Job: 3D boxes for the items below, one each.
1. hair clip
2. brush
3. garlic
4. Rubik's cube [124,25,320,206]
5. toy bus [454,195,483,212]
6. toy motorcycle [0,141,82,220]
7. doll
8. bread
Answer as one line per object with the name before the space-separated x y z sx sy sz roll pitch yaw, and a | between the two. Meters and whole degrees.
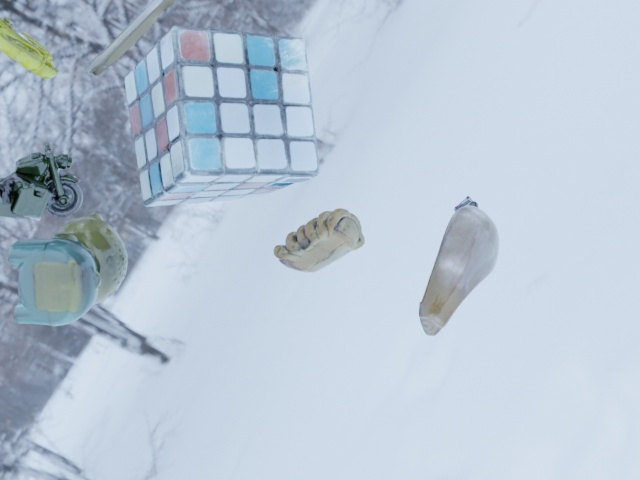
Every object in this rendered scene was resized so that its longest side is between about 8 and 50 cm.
hair clip | -0.438 -0.289 1.149 0.046 0.173 0.072 -45 10 6
brush | -0.238 -0.368 1.223 0.321 0.050 0.060 -44 5 5
garlic | 0.260 0.042 1.532 0.318 0.112 0.143 -50 -27 -35
Rubik's cube | -0.177 -0.210 1.464 0.253 0.259 0.256 -16 81 60
toy bus | 0.345 -0.046 1.856 0.058 0.052 0.102 -37 45 10
toy motorcycle | -0.538 -0.099 1.417 0.205 0.275 0.127 38 117 61
doll | -0.470 0.051 1.584 0.261 0.161 0.177 -63 -28 -76
bread | 0.000 0.000 1.961 0.225 0.134 0.081 -32 44 30
